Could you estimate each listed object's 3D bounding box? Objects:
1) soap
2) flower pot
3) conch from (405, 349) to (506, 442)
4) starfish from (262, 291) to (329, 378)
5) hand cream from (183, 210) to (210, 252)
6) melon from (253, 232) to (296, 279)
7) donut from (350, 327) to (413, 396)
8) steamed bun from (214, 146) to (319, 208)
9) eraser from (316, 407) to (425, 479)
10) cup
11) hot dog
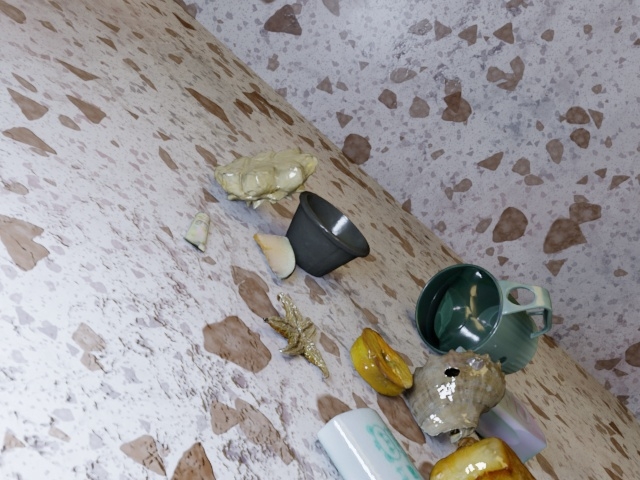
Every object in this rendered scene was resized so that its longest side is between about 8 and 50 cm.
[{"bbox_3d":[0.508,0.500,2.077,0.347,0.115,0.208,43,18,-1],"label":"soap"},{"bbox_3d":[0.000,0.000,2.048,0.269,0.166,0.269,36,18,-14],"label":"flower pot"},{"bbox_3d":[0.350,0.383,1.837,0.324,0.263,0.186,-35,121,-66],"label":"conch"},{"bbox_3d":[-0.053,0.223,1.619,0.240,0.043,0.227,53,22,19],"label":"starfish"},{"bbox_3d":[-0.295,-0.025,1.682,0.061,0.039,0.143,39,23,-21],"label":"hand cream"},{"bbox_3d":[-0.111,0.051,1.877,0.098,0.054,0.182,17,30,-42],"label":"melon"},{"bbox_3d":[0.151,0.320,1.790,0.190,0.074,0.174,41,16,-20],"label":"donut"},{"bbox_3d":[-0.146,-0.174,2.009,0.292,0.137,0.295,6,23,38],"label":"steamed bun"},{"bbox_3d":[0.131,0.472,1.355,0.189,0.104,0.290,10,37,-54],"label":"eraser"},{"bbox_3d":[0.573,0.288,2.328,0.401,0.310,0.392,12,-14,44],"label":"cup"},{"bbox_3d":[0.396,0.576,1.505,0.405,0.185,0.223,50,6,-13],"label":"hot dog"}]
